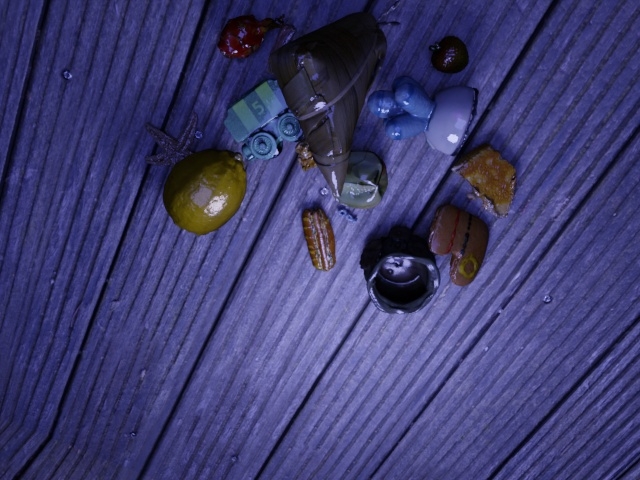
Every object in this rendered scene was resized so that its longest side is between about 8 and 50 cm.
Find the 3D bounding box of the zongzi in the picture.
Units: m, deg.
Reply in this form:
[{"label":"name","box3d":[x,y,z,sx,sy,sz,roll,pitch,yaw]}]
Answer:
[{"label":"zongzi","box3d":[0.102,-0.456,1.466,0.218,0.500,0.467,11,132,42]}]

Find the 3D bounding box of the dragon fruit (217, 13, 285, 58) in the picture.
[{"label":"dragon fruit","box3d":[-0.220,-0.668,1.472,0.246,0.125,0.125,-12,79,27]}]

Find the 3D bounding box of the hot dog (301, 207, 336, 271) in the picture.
[{"label":"hot dog","box3d":[0.000,0.000,1.771,0.115,0.072,0.269,-16,110,1]}]

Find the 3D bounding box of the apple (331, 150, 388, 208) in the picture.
[{"label":"apple","box3d":[0.137,-0.217,1.622,0.188,0.174,0.207,8,116,21]}]

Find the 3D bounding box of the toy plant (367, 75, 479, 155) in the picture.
[{"label":"toy plant","box3d":[0.317,-0.426,1.503,0.332,0.247,0.247,14,112,0]}]

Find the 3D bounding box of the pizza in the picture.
[{"label":"pizza","box3d":[0.613,-0.209,1.650,0.189,0.071,0.297,-44,107,5]}]

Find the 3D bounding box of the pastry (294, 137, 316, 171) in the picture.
[{"label":"pastry","box3d":[0.018,-0.345,1.546,0.102,0.250,0.154,38,151,8]}]

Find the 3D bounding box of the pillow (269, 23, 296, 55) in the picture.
[{"label":"pillow","box3d":[-0.121,-0.621,1.442,0.043,0.232,0.126,26,113,-19]}]

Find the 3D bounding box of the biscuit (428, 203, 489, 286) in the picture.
[{"label":"biscuit","box3d":[0.505,0.021,1.678,0.277,0.052,0.262,24,85,-27]}]

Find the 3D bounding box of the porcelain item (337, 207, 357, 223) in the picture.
[{"label":"porcelain item","box3d":[0.102,-0.095,1.746,0.083,0.028,0.036,31,113,-7]}]

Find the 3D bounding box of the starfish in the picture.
[{"label":"starfish","box3d":[-0.545,-0.342,1.677,0.231,0.048,0.295,20,111,-4]}]

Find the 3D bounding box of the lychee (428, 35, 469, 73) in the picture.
[{"label":"lychee","box3d":[0.417,-0.601,1.484,0.146,0.114,0.114,23,112,-24]}]

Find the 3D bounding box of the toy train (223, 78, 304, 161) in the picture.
[{"label":"toy train","box3d":[-0.175,-0.413,1.568,0.299,0.167,0.238,-33,101,14]}]

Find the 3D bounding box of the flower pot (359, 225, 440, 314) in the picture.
[{"label":"flower pot","box3d":[0.297,0.110,1.719,0.301,0.213,0.302,1,113,3]}]

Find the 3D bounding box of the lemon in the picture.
[{"label":"lemon","box3d":[-0.408,-0.178,1.618,0.285,0.285,0.316,12,112,-1]}]
